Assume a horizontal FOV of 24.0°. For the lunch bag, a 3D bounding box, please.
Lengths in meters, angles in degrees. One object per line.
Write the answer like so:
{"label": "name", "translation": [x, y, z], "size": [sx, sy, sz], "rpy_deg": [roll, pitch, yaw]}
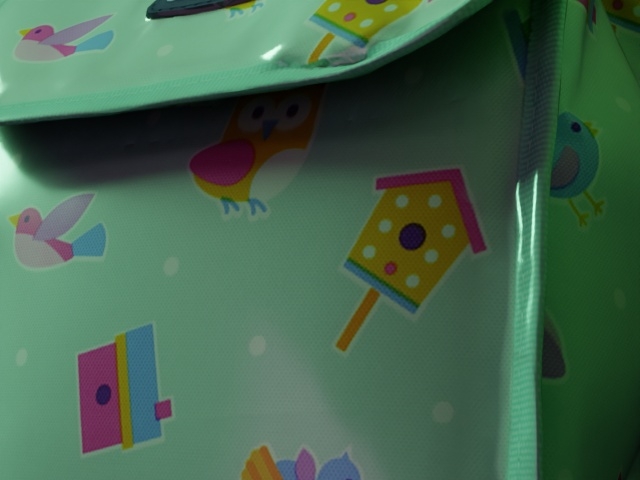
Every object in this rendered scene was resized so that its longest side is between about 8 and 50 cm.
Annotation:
{"label": "lunch bag", "translation": [0.000, 0.000, 0.431], "size": [0.223, 0.160, 0.262], "rpy_deg": [-6, 74, 36]}
